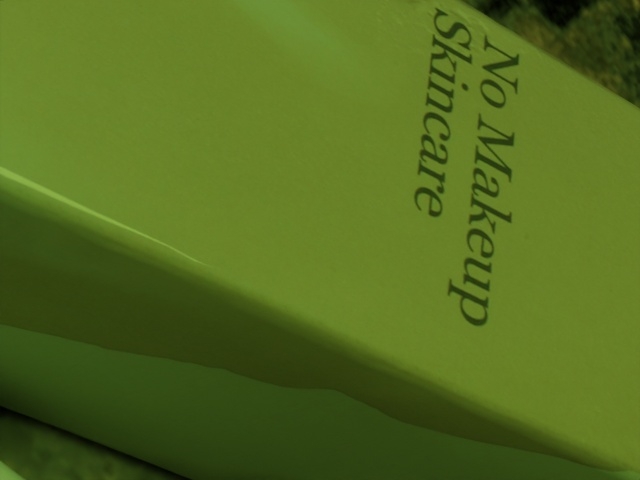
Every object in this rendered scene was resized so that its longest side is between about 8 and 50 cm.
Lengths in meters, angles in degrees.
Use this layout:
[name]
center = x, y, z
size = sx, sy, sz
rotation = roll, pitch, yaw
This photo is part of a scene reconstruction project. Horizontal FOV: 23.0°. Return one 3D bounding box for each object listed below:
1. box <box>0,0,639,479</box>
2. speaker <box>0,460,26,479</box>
[box]
center = 0.000, 0.000, 0.502
size = 0.311, 0.121, 0.148
rotation = 25, 55, -26
[speaker]
center = -0.112, 0.074, 0.424
size = 0.136, 0.055, 0.055
rotation = 40, 50, -15
